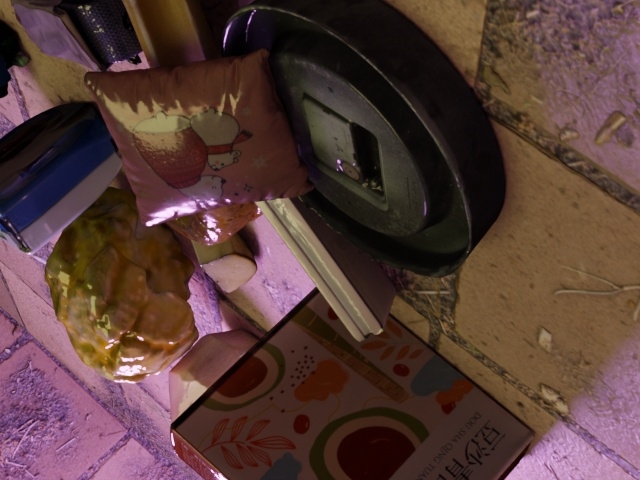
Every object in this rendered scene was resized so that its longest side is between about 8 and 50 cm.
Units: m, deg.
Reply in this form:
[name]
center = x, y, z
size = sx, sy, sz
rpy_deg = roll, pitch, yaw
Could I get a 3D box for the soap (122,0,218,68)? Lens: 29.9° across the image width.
[soap]
center = -0.181, -0.265, 1.448
size = 0.274, 0.089, 0.173
rpy_deg = 73, 179, -47

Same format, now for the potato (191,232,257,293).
[potato]
center = -0.159, 0.003, 1.979
size = 0.149, 0.081, 0.120
rpy_deg = 58, -169, -65

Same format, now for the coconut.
[coconut]
center = -0.179, 0.291, 2.251
size = 0.237, 0.237, 0.197
rpy_deg = 48, 156, -4

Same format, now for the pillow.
[pillow]
center = -0.138, -0.120, 1.401
size = 0.236, 0.084, 0.223
rpy_deg = -10, 129, 14

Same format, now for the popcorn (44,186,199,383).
[popcorn]
center = -0.381, 0.098, 2.198
size = 0.293, 0.292, 0.334
rpy_deg = 23, -140, -54

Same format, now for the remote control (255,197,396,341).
[remote control]
center = 0.000, 0.000, 1.611
size = 0.055, 0.103, 0.277
rpy_deg = -28, 108, 26

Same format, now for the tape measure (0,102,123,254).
[tape measure]
center = -0.486, -0.111, 2.080
size = 0.262, 0.259, 0.138
rpy_deg = 11, 139, 55

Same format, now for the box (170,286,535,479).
[box]
center = 0.042, 0.289, 1.706
size = 0.385, 0.344, 0.122
rpy_deg = 39, 155, 18

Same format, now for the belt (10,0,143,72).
[belt]
center = -0.320, -0.305, 1.628
size = 0.230, 0.139, 0.126
rpy_deg = 22, 146, 42

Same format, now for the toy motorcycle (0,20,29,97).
[toy motorcycle]
center = -0.666, -0.376, 2.150
size = 0.331, 0.125, 0.196
rpy_deg = 37, 157, 31

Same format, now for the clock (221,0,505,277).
[clock]
center = 0.045, -0.126, 1.373
size = 0.386, 0.076, 0.386
rpy_deg = 38, 156, 21

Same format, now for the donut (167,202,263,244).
[donut]
center = -0.177, -0.106, 1.724
size = 0.208, 0.128, 0.261
rpy_deg = 31, 154, 32
